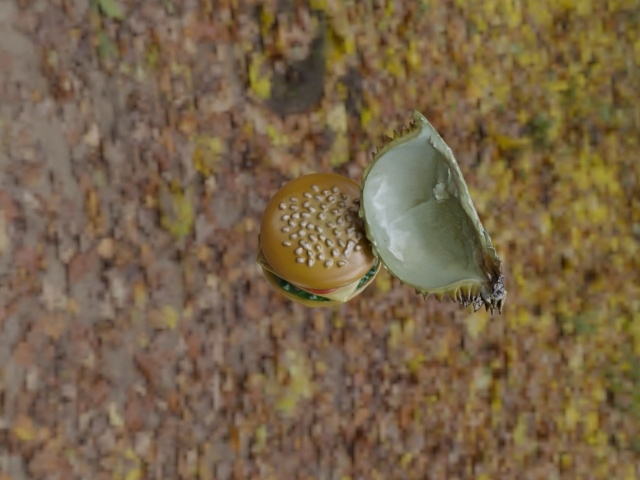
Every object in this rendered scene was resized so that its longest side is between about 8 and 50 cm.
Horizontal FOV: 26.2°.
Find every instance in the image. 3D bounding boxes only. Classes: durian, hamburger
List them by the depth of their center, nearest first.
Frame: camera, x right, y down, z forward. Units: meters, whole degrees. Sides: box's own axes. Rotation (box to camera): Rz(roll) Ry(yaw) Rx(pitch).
[{"bbox_3d":[0.129,-0.022,1.556,0.144,0.139,0.252,-20,92,-22],"label":"durian"},{"bbox_3d":[0.000,0.000,1.636,0.115,0.162,0.162,86,9,-71],"label":"hamburger"}]
